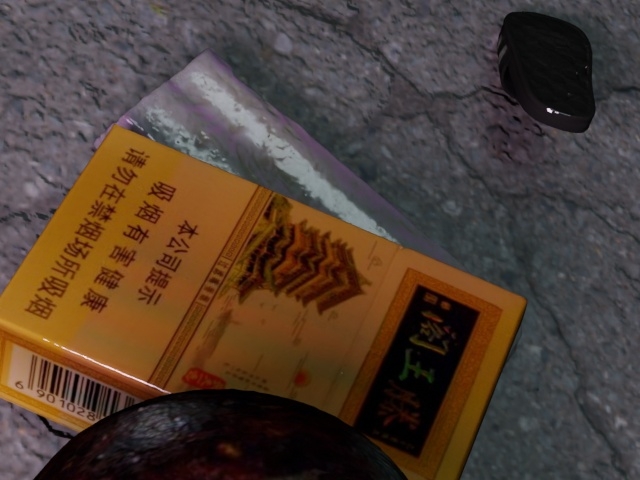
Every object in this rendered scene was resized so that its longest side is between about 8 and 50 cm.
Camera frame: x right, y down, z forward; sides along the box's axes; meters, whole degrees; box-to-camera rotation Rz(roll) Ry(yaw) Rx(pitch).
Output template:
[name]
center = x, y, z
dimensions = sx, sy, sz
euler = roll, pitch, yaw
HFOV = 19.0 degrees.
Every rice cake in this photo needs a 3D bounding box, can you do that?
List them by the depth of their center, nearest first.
[rice cake]
center = 0.000, -0.002, 1.234
dimensions = 0.298, 0.050, 0.106
euler = 41, 48, -1

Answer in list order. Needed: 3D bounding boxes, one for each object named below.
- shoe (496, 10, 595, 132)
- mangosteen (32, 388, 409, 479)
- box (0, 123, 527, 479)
[shoe]
center = 0.162, -0.114, 1.408
dimensions = 0.071, 0.049, 0.179
euler = 17, 30, -8
[mangosteen]
center = -0.054, 0.216, 0.929
dimensions = 0.288, 0.288, 0.288
euler = 16, 53, -22
[box]
center = -0.036, 0.059, 1.107
dimensions = 0.274, 0.076, 0.174
euler = 23, 49, 5
